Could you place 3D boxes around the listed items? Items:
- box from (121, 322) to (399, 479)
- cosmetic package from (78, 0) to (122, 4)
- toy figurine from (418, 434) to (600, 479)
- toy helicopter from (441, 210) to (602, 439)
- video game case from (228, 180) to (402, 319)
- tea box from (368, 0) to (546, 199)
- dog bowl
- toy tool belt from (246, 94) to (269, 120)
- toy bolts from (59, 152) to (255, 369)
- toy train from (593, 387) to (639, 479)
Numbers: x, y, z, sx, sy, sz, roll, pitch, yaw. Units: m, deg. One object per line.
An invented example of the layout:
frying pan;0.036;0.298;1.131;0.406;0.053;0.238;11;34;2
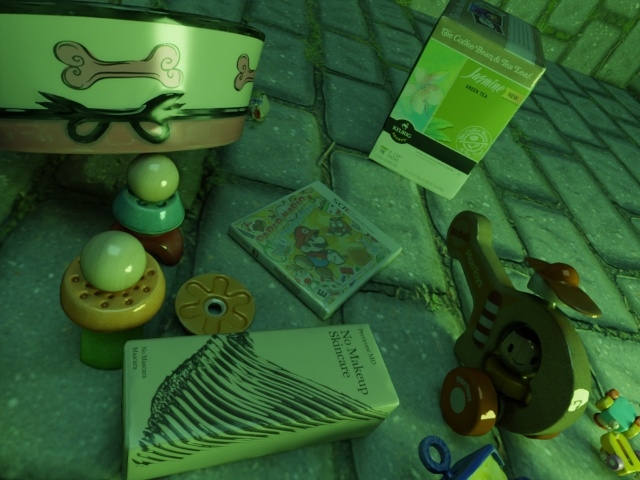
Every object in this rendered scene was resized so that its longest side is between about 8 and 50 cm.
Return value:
box;-0.065;0.164;0.477;0.274;0.094;0.113;-1;48;-26
cosmetic package;-0.596;-0.470;0.824;0.384;0.156;0.217;31;42;5
toy figurine;0.204;0.269;0.443;0.362;0.191;0.217;-18;52;-39
toy helicopter;0.254;0.079;0.615;0.140;0.235;0.355;10;44;-16
video game case;0.000;0.000;0.728;0.206;0.026;0.227;40;44;16
tea box;0.301;-0.333;0.992;0.219;0.324;0.329;27;42;2
dog bowl;-0.280;-0.214;0.610;0.407;0.151;0.408;2;18;-1
toy tool belt;-0.142;-0.273;0.929;0.051;0.052;0.083;-1;35;17
toy bolts;-0.180;0.008;0.531;0.218;0.159;0.229;2;47;-24
toy train;0.446;0.300;0.629;0.125;0.046;0.166;24;45;-4
